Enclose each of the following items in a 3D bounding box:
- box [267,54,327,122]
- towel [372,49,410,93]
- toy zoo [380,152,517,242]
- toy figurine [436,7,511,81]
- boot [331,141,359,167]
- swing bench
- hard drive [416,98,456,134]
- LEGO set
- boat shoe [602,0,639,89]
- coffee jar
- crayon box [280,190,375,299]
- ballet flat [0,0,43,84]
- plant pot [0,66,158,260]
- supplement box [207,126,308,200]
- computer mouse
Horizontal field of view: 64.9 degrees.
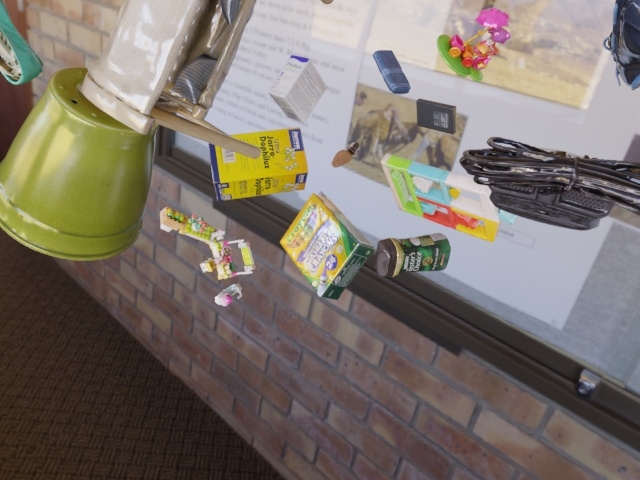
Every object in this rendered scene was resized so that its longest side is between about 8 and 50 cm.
[{"bbox_3d":[-0.064,-0.437,1.453,0.072,0.137,0.126,27,-9,33],"label":"box"},{"bbox_3d":[0.175,-0.417,1.250,0.067,0.029,0.119,-13,74,-36],"label":"towel"},{"bbox_3d":[0.282,-0.086,1.102,0.293,0.192,0.030,24,71,33],"label":"toy zoo"},{"bbox_3d":[0.413,-0.504,1.274,0.173,0.159,0.130,28,53,-25],"label":"toy figurine"},{"bbox_3d":[0.070,-0.242,1.468,0.118,0.042,0.087,-40,2,-14],"label":"boot"},{"bbox_3d":[-0.142,-0.258,0.607,0.165,0.253,0.255,33,13,18],"label":"swing bench"},{"bbox_3d":[0.370,-0.398,1.613,0.135,0.094,0.022,25,54,35],"label":"hard drive"},{"bbox_3d":[-0.250,0.015,1.208,0.107,0.286,0.132,-7,32,39],"label":"LEGO set"},{"bbox_3d":[0.461,-0.291,0.704,0.089,0.109,0.258,59,20,17],"label":"boat shoe"},{"bbox_3d":[0.228,0.036,1.267,0.185,0.096,0.079,-6,36,-15],"label":"coffee jar"},{"bbox_3d":[0.000,0.000,1.548,0.083,0.203,0.323,17,25,-44],"label":"crayon box"},{"bbox_3d":[-0.612,-0.392,0.930,0.083,0.247,0.087,10,58,17],"label":"ballet flat"},{"bbox_3d":[-0.561,-0.204,1.214,0.367,0.353,0.366,24,35,-18],"label":"plant pot"},{"bbox_3d":[-0.243,-0.295,1.960,0.357,0.195,0.194,-9,-15,-9],"label":"supplement box"},{"bbox_3d":[0.243,-0.061,0.505,0.189,0.072,0.272,17,3,17],"label":"computer mouse"}]
